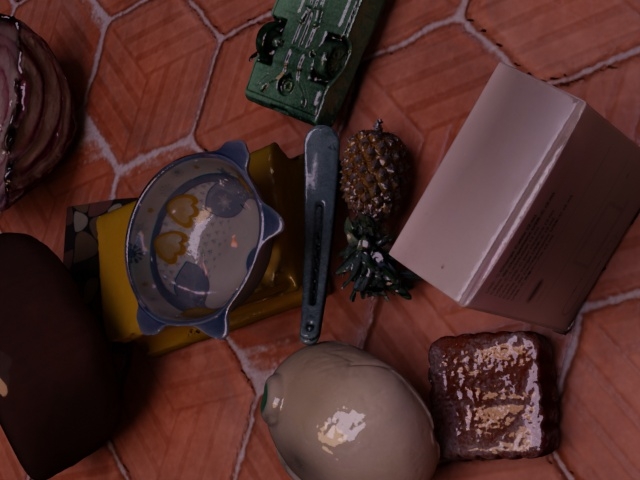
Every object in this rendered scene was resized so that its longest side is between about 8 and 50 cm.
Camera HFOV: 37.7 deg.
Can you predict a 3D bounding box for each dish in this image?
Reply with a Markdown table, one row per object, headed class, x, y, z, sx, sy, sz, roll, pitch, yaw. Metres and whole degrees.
| class | x | y | z | sx | sy | sz | roll | pitch | yaw |
| --- | --- | --- | --- | --- | --- | --- | --- | --- | --- |
| dish | -0.122 | 0.014 | 1.105 | 0.236 | 0.086 | 0.228 | -42 | 61 | 19 |

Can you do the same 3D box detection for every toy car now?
| class | x | y | z | sx | sy | sz | roll | pitch | yaw |
| --- | --- | --- | --- | --- | --- | --- | --- | --- | --- |
| toy car | 0.015 | -0.308 | 1.186 | 0.141 | 0.097 | 0.320 | 26 | 97 | 36 |

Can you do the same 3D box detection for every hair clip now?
| class | x | y | z | sx | sy | sz | roll | pitch | yaw |
| --- | --- | --- | --- | --- | --- | --- | --- | --- | --- |
| hair clip | 0.000 | 0.000 | 1.109 | 0.048 | 0.083 | 0.275 | 2 | 63 | 0 |

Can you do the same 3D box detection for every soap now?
| class | x | y | z | sx | sy | sz | roll | pitch | yaw |
| --- | --- | --- | --- | --- | --- | --- | --- | --- | --- |
| soap | -0.147 | 0.018 | 1.233 | 0.324 | 0.096 | 0.204 | -20 | 70 | 30 |

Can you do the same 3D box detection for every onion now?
| class | x | y | z | sx | sy | sz | roll | pitch | yaw |
| --- | --- | --- | --- | --- | --- | --- | --- | --- | --- |
| onion | -0.498 | -0.192 | 1.498 | 0.280 | 0.146 | 0.314 | -3 | 87 | 48 |

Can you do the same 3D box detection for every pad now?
| class | x | y | z | sx | sy | sz | roll | pitch | yaw |
| --- | --- | --- | --- | --- | --- | --- | --- | --- | --- |
| pad | -0.337 | 0.055 | 1.412 | 0.158 | 0.003 | 0.235 | -6 | 77 | 33 |

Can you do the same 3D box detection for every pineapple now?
| class | x | y | z | sx | sy | sz | roll | pitch | yaw |
| --- | --- | --- | --- | --- | --- | --- | --- | --- | --- |
| pineapple | 0.070 | -0.037 | 1.104 | 0.083 | 0.103 | 0.221 | -18 | 66 | 54 |

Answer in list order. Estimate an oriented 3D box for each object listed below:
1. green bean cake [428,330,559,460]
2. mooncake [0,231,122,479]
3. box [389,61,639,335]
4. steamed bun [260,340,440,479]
| class | x | y | z | sx | sy | sz | roll | pitch | yaw |
| --- | --- | --- | --- | --- | --- | --- | --- | --- | --- |
| green bean cake | 0.185 | 0.166 | 1.002 | 0.135 | 0.056 | 0.135 | -8 | 77 | 32 |
| mooncake | -0.392 | 0.157 | 1.284 | 0.326 | 0.174 | 0.333 | 15 | 130 | 57 |
| box | 0.210 | -0.029 | 0.904 | 0.106 | 0.252 | 0.203 | 37 | 102 | 34 |
| steamed bun | 0.017 | 0.206 | 1.027 | 0.228 | 0.131 | 0.177 | 19 | 132 | 50 |
